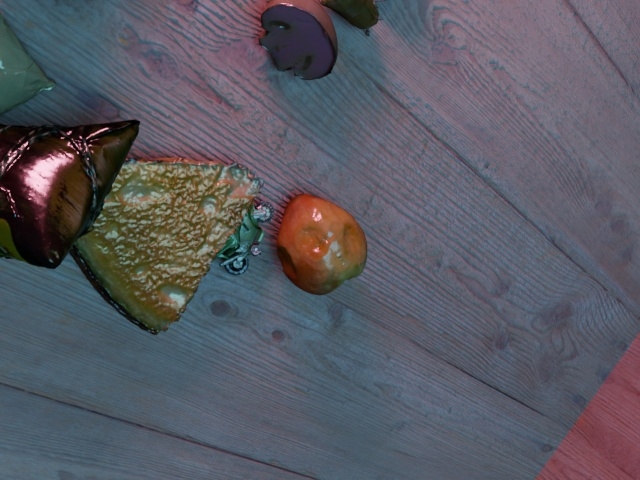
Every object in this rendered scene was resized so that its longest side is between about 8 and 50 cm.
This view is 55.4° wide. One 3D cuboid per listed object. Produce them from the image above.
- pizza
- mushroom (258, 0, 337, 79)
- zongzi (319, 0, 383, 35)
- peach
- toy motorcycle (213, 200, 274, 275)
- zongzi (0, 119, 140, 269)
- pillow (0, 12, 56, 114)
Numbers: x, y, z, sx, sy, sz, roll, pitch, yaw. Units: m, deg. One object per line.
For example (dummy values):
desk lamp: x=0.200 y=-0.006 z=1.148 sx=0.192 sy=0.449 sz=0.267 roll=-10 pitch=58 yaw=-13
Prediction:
pizza: x=-0.381 y=-0.036 z=1.260 sx=0.392 sy=0.080 sz=0.435 roll=28 pitch=98 yaw=-32
mushroom: x=-0.036 y=-0.432 z=1.264 sx=0.188 sy=0.141 sz=0.117 roll=52 pitch=48 yaw=-35
zongzi: x=0.069 y=-0.554 z=1.309 sx=0.189 sy=0.081 sz=0.178 roll=12 pitch=71 yaw=-52
peach: x=0.000 y=0.000 z=1.425 sx=0.214 sy=0.214 sz=0.235 roll=-26 pitch=103 yaw=-17
toy motorcycle: x=-0.183 y=-0.013 z=1.389 sx=0.106 sy=0.074 sz=0.190 roll=24 pitch=99 yaw=-24
zongzi: x=-0.556 y=-0.120 z=1.007 sx=0.383 sy=0.319 sz=0.362 roll=-11 pitch=134 yaw=26
pillow: x=-0.645 y=-0.301 z=1.014 sx=0.281 sy=0.076 sz=0.274 roll=-35 pitch=125 yaw=-10
